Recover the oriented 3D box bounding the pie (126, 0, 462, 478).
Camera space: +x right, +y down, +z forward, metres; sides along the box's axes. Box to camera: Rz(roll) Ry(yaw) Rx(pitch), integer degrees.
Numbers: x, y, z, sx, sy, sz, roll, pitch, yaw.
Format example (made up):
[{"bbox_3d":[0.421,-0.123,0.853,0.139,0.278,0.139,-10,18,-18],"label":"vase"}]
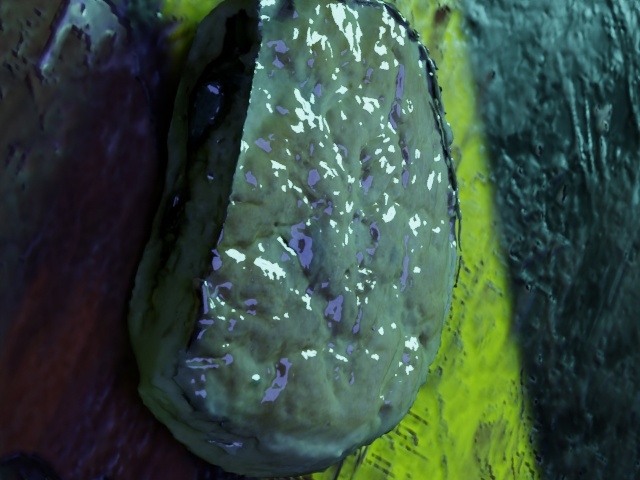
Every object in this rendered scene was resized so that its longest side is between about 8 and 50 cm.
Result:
[{"bbox_3d":[0.003,0.000,0.811,0.185,0.052,0.218,20,80,-41],"label":"pie"}]
